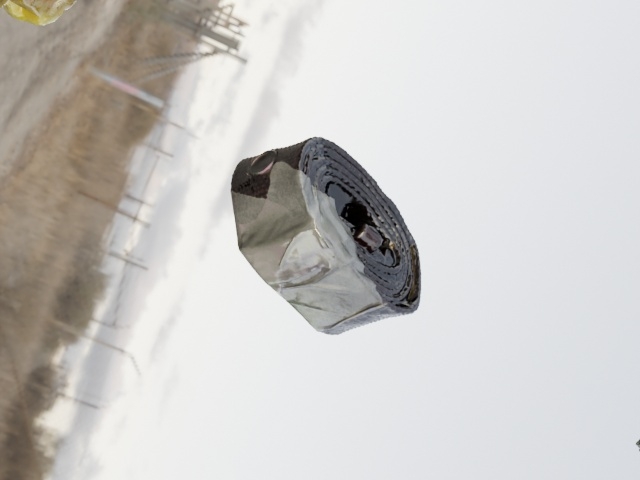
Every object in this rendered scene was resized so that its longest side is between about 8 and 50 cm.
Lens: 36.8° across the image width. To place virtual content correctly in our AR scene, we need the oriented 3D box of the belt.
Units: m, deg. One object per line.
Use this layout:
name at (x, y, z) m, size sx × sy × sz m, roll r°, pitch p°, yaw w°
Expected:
belt at (0.000, 0.000, 1.236) m, size 0.164 × 0.289 × 0.184 m, roll -17°, pitch -138°, yaw 32°

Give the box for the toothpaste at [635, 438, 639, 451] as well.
toothpaste at (0.268, 0.167, 0.436) m, size 0.050 × 0.065 × 0.267 m, roll -45°, pitch -134°, yaw -5°

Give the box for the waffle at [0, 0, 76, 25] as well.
waffle at (-0.205, -0.323, 0.686) m, size 0.261 × 0.151 × 0.324 m, roll -41°, pitch 156°, yaw -18°
